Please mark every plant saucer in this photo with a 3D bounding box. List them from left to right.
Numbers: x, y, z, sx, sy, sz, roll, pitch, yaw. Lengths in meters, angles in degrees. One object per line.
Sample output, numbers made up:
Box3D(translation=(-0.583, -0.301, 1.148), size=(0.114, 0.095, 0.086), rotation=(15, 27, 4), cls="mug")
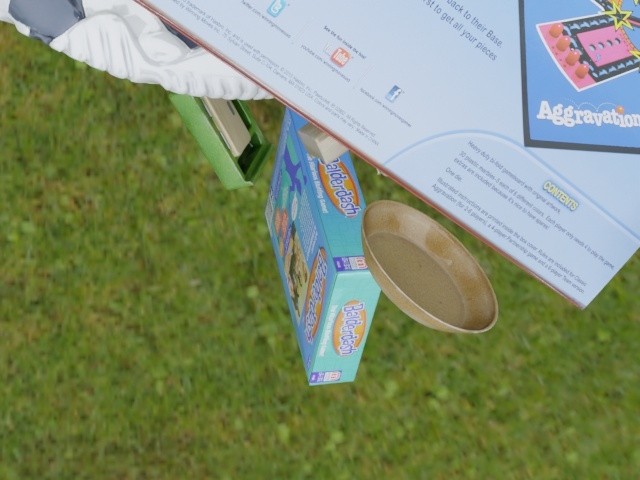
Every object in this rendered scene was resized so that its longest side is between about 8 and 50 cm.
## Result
Box3D(translation=(0.049, 0.016, 0.706), size=(0.083, 0.083, 0.015), rotation=(29, 121, -22), cls="plant saucer")

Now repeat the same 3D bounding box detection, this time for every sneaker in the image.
Box3D(translation=(-0.093, -0.163, 0.604), size=(0.235, 0.094, 0.153), rotation=(27, 106, 11), cls="sneaker")

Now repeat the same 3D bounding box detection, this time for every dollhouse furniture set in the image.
Box3D(translation=(0.014, -0.069, 0.655), size=(0.152, 0.076, 0.058), rotation=(-10, 123, 29), cls="dollhouse furniture set")

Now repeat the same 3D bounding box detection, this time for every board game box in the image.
Box3D(translation=(0.000, 0.000, 1.333), size=(0.047, 0.210, 0.160), rotation=(-3, 141, -15), cls="board game box")
Box3D(translation=(0.063, -0.085, 0.530), size=(0.145, 0.027, 0.281), rotation=(-49, 132, 10), cls="board game box")
